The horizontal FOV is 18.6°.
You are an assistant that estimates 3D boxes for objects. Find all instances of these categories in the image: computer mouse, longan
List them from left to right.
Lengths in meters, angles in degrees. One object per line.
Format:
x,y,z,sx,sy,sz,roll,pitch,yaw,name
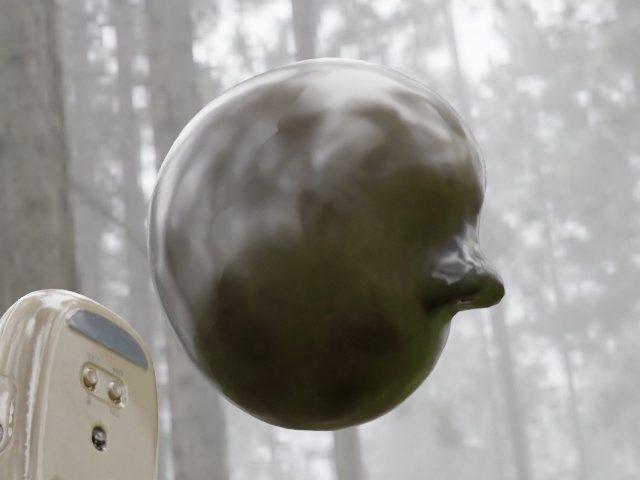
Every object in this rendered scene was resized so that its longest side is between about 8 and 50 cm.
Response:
-0.176,0.147,1.323,0.082,0.236,0.145,-23,-39,32,computer mouse
0.000,0.000,1.510,0.300,0.300,0.243,-17,-18,24,longan
